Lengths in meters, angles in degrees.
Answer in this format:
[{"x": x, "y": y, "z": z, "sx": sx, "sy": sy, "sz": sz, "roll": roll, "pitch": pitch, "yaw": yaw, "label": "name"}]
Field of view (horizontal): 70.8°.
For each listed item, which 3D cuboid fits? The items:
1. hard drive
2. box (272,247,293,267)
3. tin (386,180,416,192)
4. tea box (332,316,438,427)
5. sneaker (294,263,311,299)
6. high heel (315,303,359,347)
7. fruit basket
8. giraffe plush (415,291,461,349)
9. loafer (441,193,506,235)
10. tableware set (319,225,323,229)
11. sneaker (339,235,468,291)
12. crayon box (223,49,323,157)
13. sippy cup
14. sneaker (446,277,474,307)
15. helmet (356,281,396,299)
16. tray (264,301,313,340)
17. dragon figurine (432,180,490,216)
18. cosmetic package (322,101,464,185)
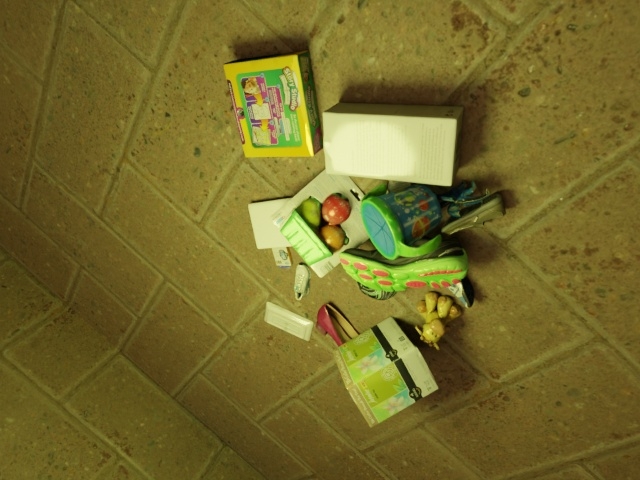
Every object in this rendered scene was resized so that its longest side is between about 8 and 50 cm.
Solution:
[{"x": -0.159, "y": -0.078, "z": 1.973, "sx": 0.318, "sy": 0.040, "sz": 0.211, "roll": -5, "pitch": 102, "yaw": 29, "label": "hard drive"}, {"x": -0.178, "y": 0.067, "z": 2.107, "sx": 0.081, "sy": 0.028, "sz": 0.136, "roll": 1, "pitch": 121, "yaw": 26, "label": "box"}, {"x": 0.320, "y": -0.171, "z": 1.706, "sx": 0.106, "sy": 0.040, "sz": 0.190, "roll": -17, "pitch": 109, "yaw": 29, "label": "tin"}, {"x": 0.260, "y": 0.542, "z": 1.907, "sx": 0.323, "sy": 0.329, "sz": 0.220, "roll": -31, "pitch": 105, "yaw": -2, "label": "tea box"}, {"x": -0.091, "y": 0.199, "z": 2.107, "sx": 0.071, "sy": 0.083, "sz": 0.191, "roll": 11, "pitch": 122, "yaw": 23, "label": "sneaker"}, {"x": 0.138, "y": 0.449, "z": 2.106, "sx": 0.376, "sy": 0.127, "sz": 0.182, "roll": 29, "pitch": 138, "yaw": 13, "label": "high heel"}, {"x": 0.029, "y": -0.082, "z": 1.813, "sx": 0.353, "sy": 0.165, "sz": 0.327, "roll": -41, "pitch": 94, "yaw": 1, "label": "fruit basket"}, {"x": 0.466, "y": 0.343, "z": 1.855, "sx": 0.181, "sy": 0.170, "sz": 0.211, "roll": 20, "pitch": 126, "yaw": 15, "label": "giraffe plush"}, {"x": 0.547, "y": -0.072, "z": 1.612, "sx": 0.251, "sy": 0.094, "sz": 0.087, "roll": -31, "pitch": 102, "yaw": 40, "label": "loafer"}, {"x": 0.000, "y": 0.000, "z": 1.968, "sx": 0.194, "sy": 0.039, "sz": 0.129, "roll": -10, "pitch": 100, "yaw": 25, "label": "tableware set"}, {"x": 0.309, "y": 0.071, "z": 1.714, "sx": 0.481, "sy": 0.203, "sz": 0.185, "roll": 0, "pitch": 139, "yaw": 17, "label": "sneaker"}, {"x": -0.173, "y": -0.505, "z": 1.709, "sx": 0.312, "sy": 0.106, "sz": 0.364, "roll": 3, "pitch": 120, "yaw": 24, "label": "crayon box"}, {"x": 0.293, "y": -0.084, "z": 1.586, "sx": 0.306, "sy": 0.223, "sz": 0.240, "roll": 61, "pitch": 166, "yaw": 6, "label": "sippy cup"}, {"x": 0.537, "y": 0.173, "z": 1.785, "sx": 0.081, "sy": 0.080, "sz": 0.211, "roll": -27, "pitch": 95, "yaw": 42, "label": "sneaker"}, {"x": 0.250, "y": 0.164, "z": 1.864, "sx": 0.161, "sy": 0.169, "sz": 0.170, "roll": -6, "pitch": 117, "yaw": 48, "label": "helmet"}, {"x": -0.172, "y": 0.423, "z": 2.315, "sx": 0.270, "sy": 0.030, "sz": 0.145, "roll": 22, "pitch": 127, "yaw": 14, "label": "tray"}, {"x": 0.470, "y": -0.136, "z": 1.548, "sx": 0.143, "sy": 0.289, "sz": 0.085, "roll": -31, "pitch": 108, "yaw": -2, "label": "dragon figurine"}, {"x": 0.246, "y": -0.341, "z": 1.560, "sx": 0.452, "sy": 0.161, "sz": 0.230, "roll": 10, "pitch": 123, "yaw": 21, "label": "cosmetic package"}]
